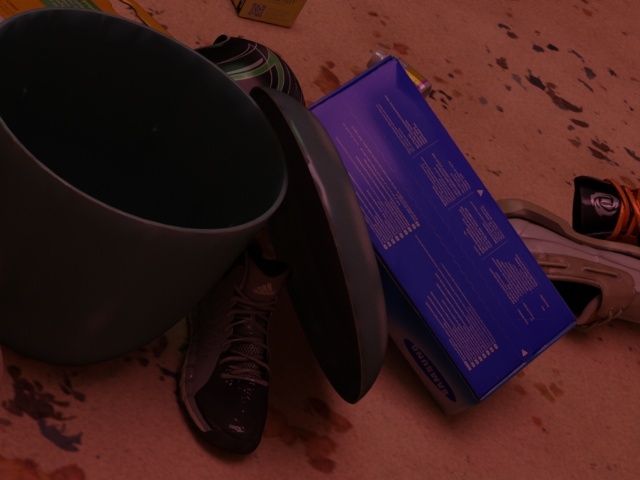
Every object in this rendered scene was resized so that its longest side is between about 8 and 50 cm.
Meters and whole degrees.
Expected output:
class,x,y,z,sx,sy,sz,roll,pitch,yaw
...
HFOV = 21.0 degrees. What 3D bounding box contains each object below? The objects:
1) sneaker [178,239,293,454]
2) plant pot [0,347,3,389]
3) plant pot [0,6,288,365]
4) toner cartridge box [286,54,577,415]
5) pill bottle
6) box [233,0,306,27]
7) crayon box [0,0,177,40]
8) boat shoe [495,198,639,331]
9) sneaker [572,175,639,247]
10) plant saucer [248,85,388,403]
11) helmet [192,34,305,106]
class,x,y,z,sx,sy,sz,roll,pitch,yaw
sneaker,-0.074,0.083,1.633,0.086,0.132,0.228,17,36,-23
plant pot,-0.381,0.108,1.363,0.237,0.109,0.237,23,34,-17
plant pot,-0.209,-0.029,1.568,0.293,0.235,0.293,22,35,-16
toner cartridge box,0.104,-0.006,1.810,0.165,0.075,0.348,-34,90,-31
pill bottle,0.101,-0.211,2.238,0.083,0.043,0.043,41,34,12
box,-0.095,-0.380,2.278,0.087,0.058,0.232,8,42,-34
crayon box,-0.307,-0.194,1.838,0.203,0.083,0.323,43,35,15
boat shoe,0.309,0.055,2.031,0.302,0.113,0.103,20,56,-23
sneaker,0.405,-0.028,2.058,0.180,0.321,0.124,13,66,-18
plant saucer,0.000,0.000,1.657,0.044,0.317,0.317,-17,51,-11
helmet,-0.095,-0.138,1.876,0.161,0.169,0.169,-26,64,-37
